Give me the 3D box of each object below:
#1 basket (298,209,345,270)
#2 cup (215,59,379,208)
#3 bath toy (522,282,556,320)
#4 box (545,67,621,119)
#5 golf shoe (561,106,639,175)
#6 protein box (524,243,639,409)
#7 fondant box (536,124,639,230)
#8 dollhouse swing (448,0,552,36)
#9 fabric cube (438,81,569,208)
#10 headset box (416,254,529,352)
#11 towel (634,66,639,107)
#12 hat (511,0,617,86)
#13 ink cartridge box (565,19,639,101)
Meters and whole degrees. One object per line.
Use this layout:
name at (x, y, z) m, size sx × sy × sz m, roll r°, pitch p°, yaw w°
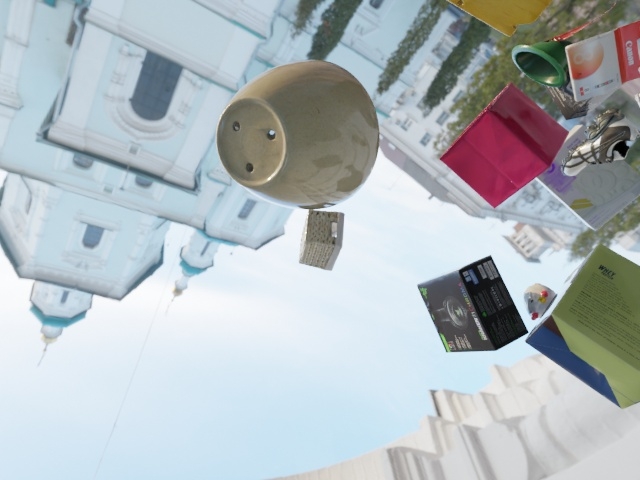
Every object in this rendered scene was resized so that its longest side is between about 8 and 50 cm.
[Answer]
basket at (0.000, 0.000, 1.212) m, size 0.103 × 0.167 × 0.113 m, roll 8°, pitch -118°, yaw -5°
cup at (-0.073, -0.206, 0.900) m, size 0.331 × 0.331 × 0.237 m, roll 42°, pitch -150°, yaw 11°
bath toy at (0.758, 0.227, 1.251) m, size 0.348 × 0.151 × 0.129 m, roll 21°, pitch -140°, yaw 24°
box at (0.780, -0.475, 1.304) m, size 0.093 × 0.158 × 0.156 m, roll -16°, pitch -108°, yaw -17°
golf shoe at (0.605, -0.190, 0.955) m, size 0.077 × 0.198 × 0.094 m, roll -35°, pitch -113°, yaw -15°
protein box at (0.542, 0.156, 0.816) m, size 0.199 × 0.136 × 0.201 m, roll 37°, pitch -115°, yaw 23°
fondant box at (1.004, -0.236, 1.651) m, size 0.330 × 0.238 × 0.096 m, roll 44°, pitch -159°, yaw 4°
dollhouse swing at (0.481, -0.769, 1.035) m, size 0.315 × 0.347 × 0.305 m, roll 30°, pitch -113°, yaw -1°
fabric cube at (0.610, -0.316, 1.466) m, size 0.258 × 0.259 × 0.254 m, roll 42°, pitch -126°, yaw 3°
headset box at (0.449, 0.206, 1.349) m, size 0.131 × 0.283 × 0.246 m, roll -20°, pitch -98°, yaw -19°
towel at (0.609, -0.220, 0.592) m, size 0.283 × 0.121 × 0.235 m, roll 2°, pitch -165°, yaw -31°
hat at (0.689, -0.562, 1.240) m, size 0.173 × 0.183 × 0.208 m, roll 29°, pitch -167°, yaw -45°
ink cartridge box at (0.735, -0.452, 1.109) m, size 0.145 × 0.179 × 0.045 m, roll 62°, pitch -143°, yaw -24°
